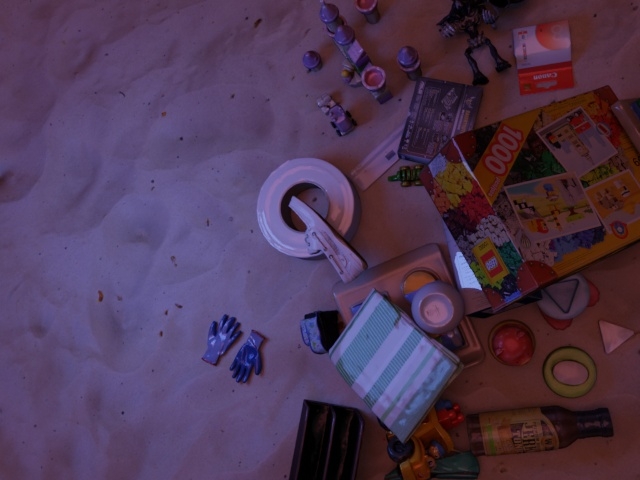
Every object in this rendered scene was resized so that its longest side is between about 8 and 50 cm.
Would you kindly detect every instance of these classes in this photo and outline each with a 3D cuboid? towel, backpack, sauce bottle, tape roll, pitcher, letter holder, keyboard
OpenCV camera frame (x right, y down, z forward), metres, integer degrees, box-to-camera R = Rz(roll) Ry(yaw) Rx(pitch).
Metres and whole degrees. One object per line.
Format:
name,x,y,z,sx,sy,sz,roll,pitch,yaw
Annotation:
towel,0.176,0.303,1.754,0.325,0.038,0.247,42,102,38
backpack,0.001,0.254,1.913,0.084,0.105,0.114,-20,76,36
sauce bottle,0.540,0.466,1.732,0.345,0.111,0.111,-11,81,14
tape roll,-0.033,-0.088,1.963,0.287,0.100,0.285,-2,84,16
pitcher,0.301,0.185,1.707,0.126,0.207,0.177,-28,83,11
letter holder,0.009,0.587,1.793,0.152,0.214,0.301,11,87,-4
keyboard,0.191,-0.247,1.966,0.256,0.014,0.072,-42,80,8

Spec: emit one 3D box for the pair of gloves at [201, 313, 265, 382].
pair of gloves,-0.247,0.314,2.016,0.198,0.023,0.159,26,93,18

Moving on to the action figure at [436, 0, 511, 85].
action figure,0.410,-0.567,1.876,0.164,0.141,0.275,-26,81,14

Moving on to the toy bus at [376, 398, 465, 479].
toy bus,0.267,0.488,1.759,0.212,0.149,0.220,-18,44,3

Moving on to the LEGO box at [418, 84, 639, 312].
LEGO box,0.542,-0.108,1.629,0.501,0.193,0.372,-21,76,-25

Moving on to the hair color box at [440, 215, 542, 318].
hair color box,0.420,0.006,1.762,0.174,0.105,0.346,-25,65,36

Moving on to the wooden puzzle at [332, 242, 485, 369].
wooden puzzle,0.226,0.216,1.865,0.322,0.080,0.347,-24,78,12

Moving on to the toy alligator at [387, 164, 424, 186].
toy alligator,0.276,-0.181,1.912,0.190,0.051,0.056,-4,83,15

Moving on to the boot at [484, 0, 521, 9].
boot,0.440,-0.714,1.851,0.248,0.207,0.090,40,134,11

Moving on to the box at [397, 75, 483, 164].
box,0.327,-0.319,1.901,0.183,0.056,0.230,13,84,13

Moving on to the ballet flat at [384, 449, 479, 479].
ballet flat,0.288,0.583,1.815,0.248,0.083,0.087,-10,57,14

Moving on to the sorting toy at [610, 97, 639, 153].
sorting toy,0.845,-0.247,1.653,0.089,0.257,0.255,-40,72,45

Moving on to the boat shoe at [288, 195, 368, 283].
boat shoe,0.000,0.000,1.840,0.096,0.098,0.277,-45,79,6

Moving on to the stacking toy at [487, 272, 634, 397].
stacking toy,0.599,0.235,1.733,0.280,0.130,0.309,40,95,16

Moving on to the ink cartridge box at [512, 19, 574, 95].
ink cartridge box,0.595,-0.489,1.864,0.146,0.045,0.179,-6,79,15

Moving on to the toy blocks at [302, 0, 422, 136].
toy blocks,0.080,-0.502,1.896,0.309,0.260,0.288,-35,76,9
